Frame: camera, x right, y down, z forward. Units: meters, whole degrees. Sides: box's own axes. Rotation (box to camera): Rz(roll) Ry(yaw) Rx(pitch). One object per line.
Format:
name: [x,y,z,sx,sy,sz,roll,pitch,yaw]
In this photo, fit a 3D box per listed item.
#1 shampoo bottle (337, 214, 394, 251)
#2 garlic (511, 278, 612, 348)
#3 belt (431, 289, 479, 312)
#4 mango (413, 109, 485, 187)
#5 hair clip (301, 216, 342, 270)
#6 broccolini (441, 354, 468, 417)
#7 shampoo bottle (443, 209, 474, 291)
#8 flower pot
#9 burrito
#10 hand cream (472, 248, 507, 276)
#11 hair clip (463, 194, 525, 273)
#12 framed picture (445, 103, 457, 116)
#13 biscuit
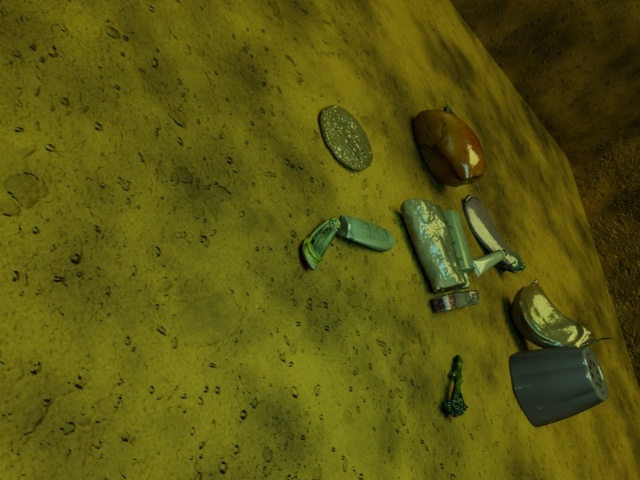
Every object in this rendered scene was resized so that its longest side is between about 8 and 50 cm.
shampoo bottle: [0.119,-0.017,1.425,0.212,0.049,0.072,17,59,-48]
garlic: [0.828,0.307,1.957,0.338,0.196,0.151,45,20,31]
belt: [0.409,0.183,1.661,0.232,0.071,0.053,-1,76,-50]
mango: [0.460,-0.342,1.985,0.349,0.199,0.201,64,3,23]
hair clip: [0.000,0.000,1.272,0.060,0.033,0.188,52,38,-12]
broccolini: [0.373,0.397,1.489,0.058,0.067,0.216,58,26,-13]
shampoo bottle: [0.441,0.033,1.782,0.085,0.085,0.262,17,55,-47]
flower pot: [0.812,0.472,1.843,0.265,0.243,0.264,35,41,-38]
burrito: [0.343,0.013,1.652,0.143,0.105,0.299,-8,76,-50]
hand cream: [0.619,0.075,2.003,0.195,0.042,0.067,-21,90,-35]
hair clip: [0.657,-0.016,2.110,0.358,0.110,0.095,56,1,-5]
framed picture: [0.598,-0.429,2.352,0.231,0.018,0.293,44,38,-26]
biscuit: [0.077,-0.294,1.568,0.220,0.033,0.219,29,47,-37]
